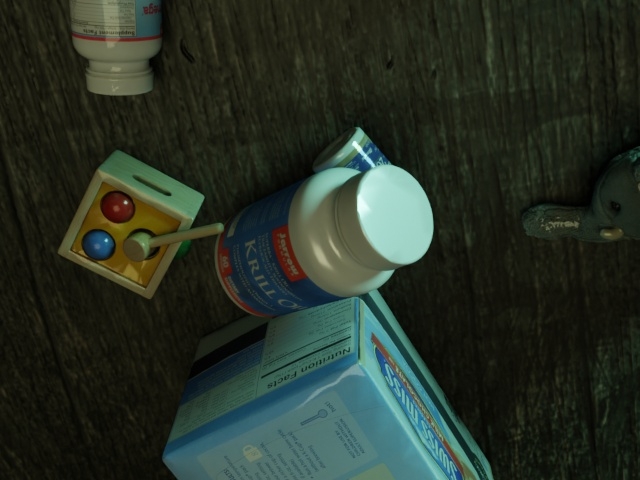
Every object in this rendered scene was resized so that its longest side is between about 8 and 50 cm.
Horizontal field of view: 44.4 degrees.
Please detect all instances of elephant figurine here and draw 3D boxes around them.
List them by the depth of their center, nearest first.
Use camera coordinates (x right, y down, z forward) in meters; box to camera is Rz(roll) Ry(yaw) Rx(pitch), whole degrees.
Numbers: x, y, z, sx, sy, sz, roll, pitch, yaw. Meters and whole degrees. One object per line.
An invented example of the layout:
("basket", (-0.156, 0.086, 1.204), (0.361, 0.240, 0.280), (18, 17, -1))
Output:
("elephant figurine", (0.359, -0.047, 0.783), (0.239, 0.169, 0.186), (29, 82, 7))

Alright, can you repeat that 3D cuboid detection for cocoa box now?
("cocoa box", (0.030, 0.248, 0.867), (0.231, 0.228, 0.347), (-28, 109, 13))

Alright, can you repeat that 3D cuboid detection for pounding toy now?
("pounding toy", (-0.185, -0.013, 0.833), (0.141, 0.100, 0.130), (28, 111, -9))

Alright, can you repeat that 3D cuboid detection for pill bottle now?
("pill bottle", (-0.196, -0.225, 0.752), (0.087, 0.087, 0.160), (3, 113, 1))
("pill bottle", (0.000, 0.000, 0.765), (0.124, 0.124, 0.221), (48, 144, -16))
("pill bottle", (0.053, -0.055, 0.826), (0.067, 0.067, 0.120), (-38, 107, 16))
